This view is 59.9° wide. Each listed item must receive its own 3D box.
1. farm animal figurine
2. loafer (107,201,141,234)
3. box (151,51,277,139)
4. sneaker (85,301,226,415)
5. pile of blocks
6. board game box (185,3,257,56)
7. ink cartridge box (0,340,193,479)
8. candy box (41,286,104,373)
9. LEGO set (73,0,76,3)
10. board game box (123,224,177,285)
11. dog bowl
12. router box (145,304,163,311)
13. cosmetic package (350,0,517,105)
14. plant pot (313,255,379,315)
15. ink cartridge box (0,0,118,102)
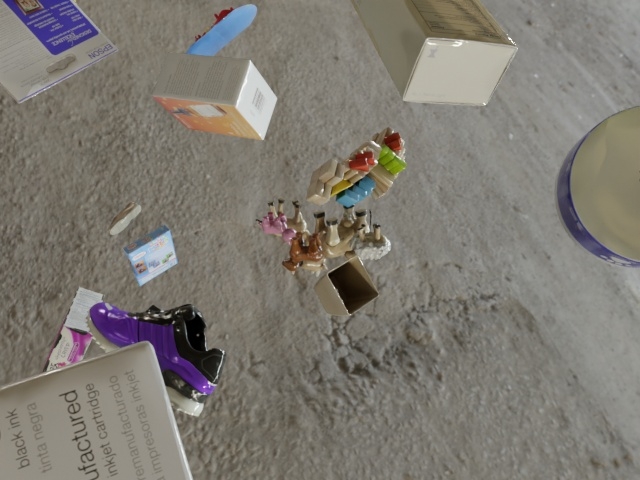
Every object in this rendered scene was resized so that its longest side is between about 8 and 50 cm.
[{"bbox_3d":[0.000,0.000,1.569,0.327,0.172,0.330,-10,28,-10],"label":"farm animal figurine"},{"bbox_3d":[-0.608,-0.069,1.705,0.039,0.045,0.125,31,64,20],"label":"loafer"},{"bbox_3d":[-0.187,-0.258,0.997,0.171,0.130,0.090,11,78,21],"label":"box"},{"bbox_3d":[-0.276,0.165,0.974,0.293,0.102,0.146,31,83,24],"label":"sneaker"},{"bbox_3d":[0.124,-0.176,1.384,0.362,0.113,0.148,-36,94,-38],"label":"pile of blocks"},{"bbox_3d":[-0.194,-0.389,1.022,0.033,0.169,0.133,52,8,-5],"label":"board game box"},{"bbox_3d":[-0.288,0.275,0.411,0.395,0.166,0.285,-16,81,-24],"label":"ink cartridge box"},{"bbox_3d":[-0.579,0.226,1.298,0.071,0.159,0.233,23,8,-20],"label":"candy box"},{"bbox_3d":[-0.594,-0.551,1.260,0.083,0.023,0.054,-25,119,-34],"label":"LEGO set"},{"bbox_3d":[-0.584,0.054,1.925,0.160,0.211,0.039,-34,66,-25],"label":"board game box"},{"bbox_3d":[0.539,-0.086,0.926,0.264,0.265,0.104,56,7,10],"label":"dog bowl"},{"bbox_3d":[-0.543,0.301,1.779,0.133,0.046,0.179,31,39,8],"label":"router box"},{"bbox_3d":[0.172,-0.365,0.921,0.160,0.113,0.309,-1,51,-18],"label":"cosmetic package"},{"bbox_3d":[0.048,0.115,1.290,0.109,0.096,0.109,-28,89,-40],"label":"plant pot"},{"bbox_3d":[-0.493,-0.344,0.935,0.208,0.045,0.206,47,58,-3],"label":"ink cartridge box"}]
